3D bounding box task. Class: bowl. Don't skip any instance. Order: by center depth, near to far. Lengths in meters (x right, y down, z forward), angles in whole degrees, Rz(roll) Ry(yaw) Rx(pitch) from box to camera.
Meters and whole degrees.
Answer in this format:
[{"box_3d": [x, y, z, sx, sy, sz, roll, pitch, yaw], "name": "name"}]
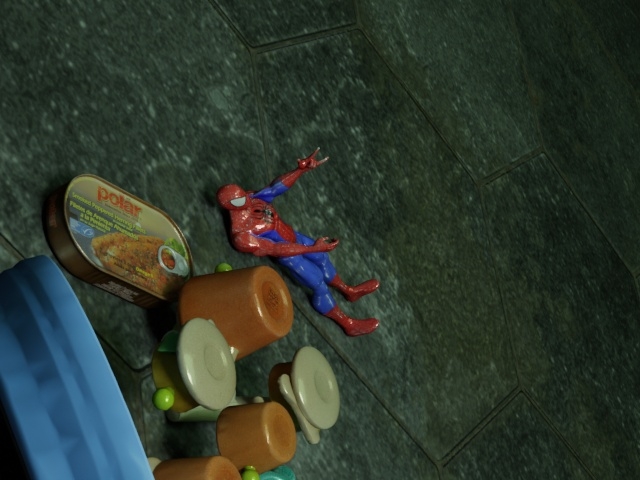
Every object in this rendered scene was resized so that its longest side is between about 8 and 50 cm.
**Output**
[{"box_3d": [-0.178, 0.207, 1.130, 0.391, 0.077, 0.391, 161, -90, -74], "name": "bowl"}]

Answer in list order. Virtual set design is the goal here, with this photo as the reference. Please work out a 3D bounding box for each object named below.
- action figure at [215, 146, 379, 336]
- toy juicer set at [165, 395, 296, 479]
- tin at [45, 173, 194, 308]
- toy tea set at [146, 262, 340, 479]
[{"box_3d": [0.000, 0.000, 1.760, 0.280, 0.139, 0.091, 37, 39, -38], "name": "action figure"}, {"box_3d": [-0.093, 0.264, 1.480, 0.209, 0.089, 0.329, 22, 35, -25], "name": "toy juicer set"}, {"box_3d": [-0.199, 0.003, 1.521, 0.189, 0.040, 0.106, 31, 49, -47], "name": "tin"}, {"box_3d": [-0.109, 0.153, 1.452, 0.200, 0.124, 0.336, 67, 27, -10], "name": "toy tea set"}]
